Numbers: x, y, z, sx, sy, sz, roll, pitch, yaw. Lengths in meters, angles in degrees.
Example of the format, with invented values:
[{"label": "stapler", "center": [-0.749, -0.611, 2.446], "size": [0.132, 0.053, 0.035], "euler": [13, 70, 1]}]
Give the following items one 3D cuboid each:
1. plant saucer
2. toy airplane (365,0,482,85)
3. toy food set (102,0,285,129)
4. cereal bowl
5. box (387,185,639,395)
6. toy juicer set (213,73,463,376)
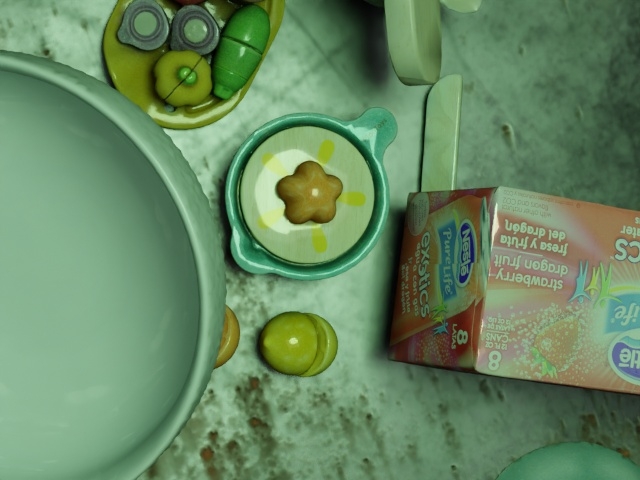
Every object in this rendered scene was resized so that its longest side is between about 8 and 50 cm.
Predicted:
[{"label": "plant saucer", "center": [0.222, 0.271, 1.266], "size": [0.195, 0.037, 0.195], "euler": [0, 89, -13]}, {"label": "toy airplane", "center": [0.059, -0.369, 1.130], "size": [0.384, 0.272, 0.386], "euler": [50, 59, -37]}, {"label": "toy food set", "center": [-0.088, -0.196, 1.191], "size": [0.128, 0.071, 0.218], "euler": [26, 82, -11]}, {"label": "cereal bowl", "center": [-0.223, 0.024, 1.088], "size": [0.339, 0.141, 0.339], "euler": [3, 102, 12]}, {"label": "box", "center": [0.224, 0.049, 1.190], "size": [0.300, 0.154, 0.142], "euler": [9, 86, -24]}, {"label": "toy juicer set", "center": [0.000, 0.000, 1.196], "size": [0.329, 0.089, 0.209], "euler": [-16, 92, -14]}]
